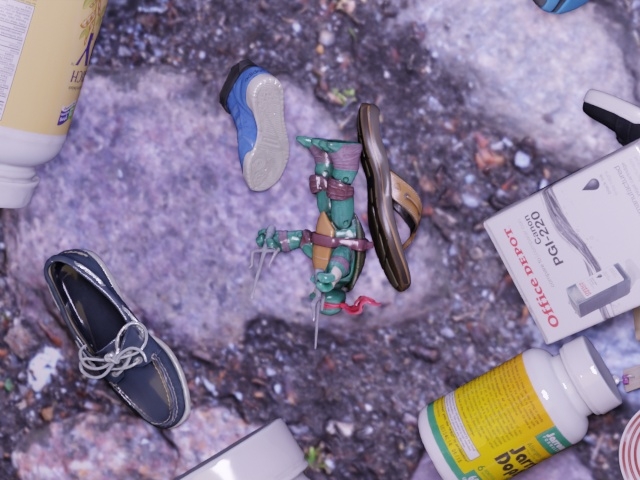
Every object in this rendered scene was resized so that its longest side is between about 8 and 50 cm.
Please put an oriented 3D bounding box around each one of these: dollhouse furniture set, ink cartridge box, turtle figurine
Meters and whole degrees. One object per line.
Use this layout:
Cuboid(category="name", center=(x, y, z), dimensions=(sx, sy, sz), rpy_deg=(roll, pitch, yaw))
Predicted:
Cuboid(category="dollhouse furniture set", center=(0.367, 0.114, 1.691), dimensions=(0.081, 0.091, 0.114), rpy_deg=(-30, 57, 54))
Cuboid(category="ink cartridge box", center=(0.306, -0.003, 1.612), dimensions=(0.218, 0.092, 0.159), rpy_deg=(-29, 87, 42))
Cuboid(category="turtle figurine", center=(0.000, 0.000, 1.726), dimensions=(0.175, 0.118, 0.234), rpy_deg=(11, 97, 54))

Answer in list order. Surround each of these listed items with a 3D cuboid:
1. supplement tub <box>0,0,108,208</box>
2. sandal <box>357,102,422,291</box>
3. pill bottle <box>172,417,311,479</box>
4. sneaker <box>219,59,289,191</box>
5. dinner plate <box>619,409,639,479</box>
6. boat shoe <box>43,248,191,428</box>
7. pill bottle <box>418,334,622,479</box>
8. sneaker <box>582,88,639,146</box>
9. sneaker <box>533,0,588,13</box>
Cuboid(category="supplement tub", center=(-0.387, -0.226, 1.739), dimensions=(0.241, 0.241, 0.331), rpy_deg=(21, 99, 12))
Cuboid(category="sandal", center=(0.084, -0.052, 1.725), dimensions=(0.060, 0.090, 0.219), rpy_deg=(-9, 85, -7))
Cuboid(category="pill bottle", center=(-0.025, 0.416, 1.704), dimensions=(0.224, 0.224, 0.392), rpy_deg=(-32, 86, 14))
Cuboid(category="sneaker", center=(-0.080, -0.138, 1.766), dimensions=(0.058, 0.084, 0.152), rpy_deg=(-17, 127, -23))
Cuboid(category="dinner plate", center=(0.406, 0.242, 1.686), dimensions=(0.141, 0.017, 0.141), rpy_deg=(1, 95, 13))
Cuboid(category="boat shoe", center=(-0.247, 0.121, 1.813), dimensions=(0.095, 0.079, 0.254), rpy_deg=(-30, 86, 14))
Cuboid(category="pill bottle", center=(0.223, 0.192, 1.677), dimensions=(0.208, 0.117, 0.118), rpy_deg=(-31, 86, 14))
Cuboid(category="sneaker", center=(0.363, -0.069, 1.641), dimensions=(0.217, 0.079, 0.121), rpy_deg=(29, 101, 10))
Cuboid(category="sneaker", center=(0.285, -0.418, 1.635), dimensions=(0.139, 0.125, 0.341), rpy_deg=(26, 105, 39))
